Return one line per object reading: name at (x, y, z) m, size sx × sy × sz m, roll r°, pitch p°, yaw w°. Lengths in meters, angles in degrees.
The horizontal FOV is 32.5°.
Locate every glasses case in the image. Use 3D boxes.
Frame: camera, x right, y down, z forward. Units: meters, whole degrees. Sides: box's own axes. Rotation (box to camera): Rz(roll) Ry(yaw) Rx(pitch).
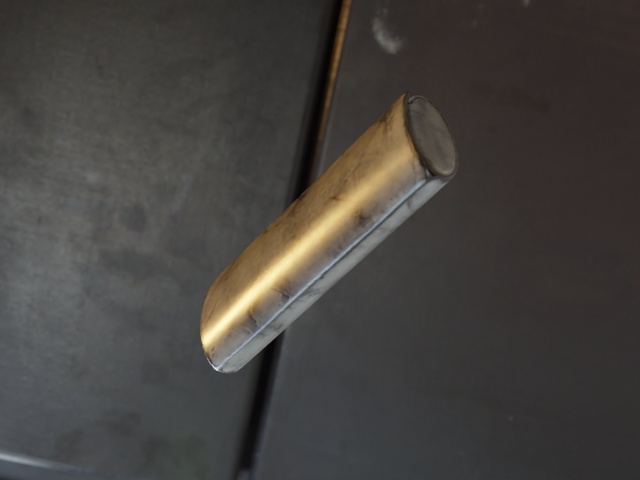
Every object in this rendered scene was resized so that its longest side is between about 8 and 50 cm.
glasses case at (0.000, 0.000, 0.978) m, size 0.299 × 0.060 × 0.114 m, roll -44°, pitch 30°, yaw 31°
